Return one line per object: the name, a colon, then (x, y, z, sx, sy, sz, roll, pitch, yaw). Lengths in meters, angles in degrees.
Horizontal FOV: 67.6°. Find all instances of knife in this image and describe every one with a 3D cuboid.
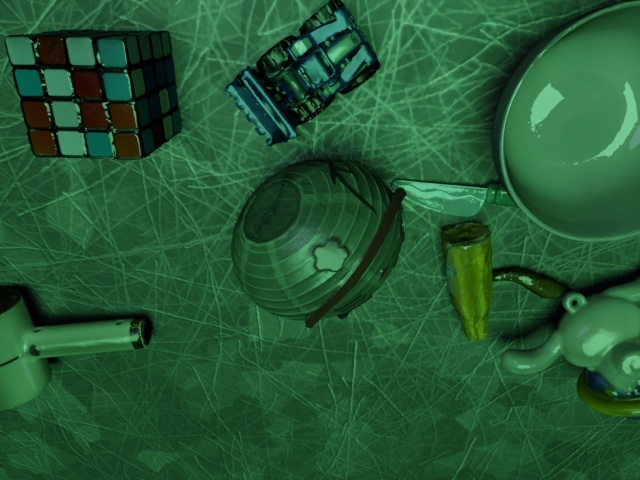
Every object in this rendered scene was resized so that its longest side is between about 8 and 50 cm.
knife: (0.244, -0.068, 0.761, 0.260, 0.035, 0.063, 2, 119, 9)

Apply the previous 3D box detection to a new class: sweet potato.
sweet potato: (0.361, 0.073, 0.816, 0.153, 0.038, 0.041, 14, 121, -1)

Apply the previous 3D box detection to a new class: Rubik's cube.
Rubik's cube: (-0.297, -0.206, 0.656, 0.154, 0.154, 0.151, 1, 116, 3)

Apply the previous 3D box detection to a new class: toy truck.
toy truck: (-0.028, -0.216, 0.648, 0.208, 0.126, 0.113, -33, 110, 19)

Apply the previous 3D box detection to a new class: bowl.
bowl: (0.363, -0.157, 0.636, 0.286, 0.144, 0.287, 1, 114, 2)

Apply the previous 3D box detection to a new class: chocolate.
chocolate: (0.256, 0.079, 0.805, 0.085, 0.086, 0.220, -12, 117, 10)

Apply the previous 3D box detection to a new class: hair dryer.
hair dryer: (-0.481, 0.190, 0.898, 0.361, 0.128, 0.204, -5, 116, -3)

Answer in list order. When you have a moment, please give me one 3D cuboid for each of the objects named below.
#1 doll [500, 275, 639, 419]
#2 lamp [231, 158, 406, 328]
doll: (0.476, 0.206, 0.798, 0.310, 0.160, 0.243, -21, 115, 9)
lamp: (0.000, 0.000, 0.705, 0.233, 0.233, 0.265, 36, 99, -14)
